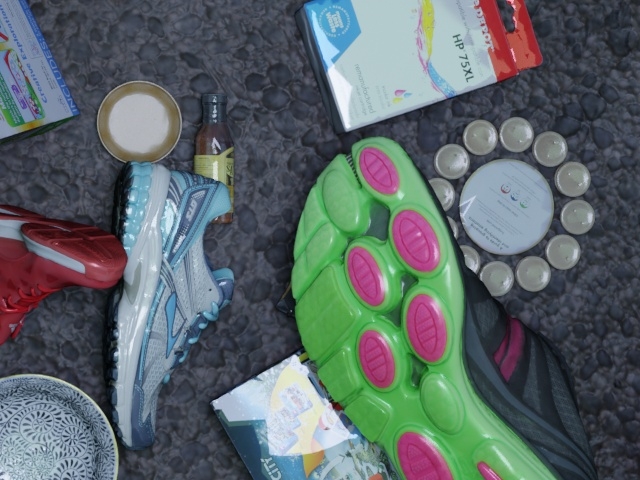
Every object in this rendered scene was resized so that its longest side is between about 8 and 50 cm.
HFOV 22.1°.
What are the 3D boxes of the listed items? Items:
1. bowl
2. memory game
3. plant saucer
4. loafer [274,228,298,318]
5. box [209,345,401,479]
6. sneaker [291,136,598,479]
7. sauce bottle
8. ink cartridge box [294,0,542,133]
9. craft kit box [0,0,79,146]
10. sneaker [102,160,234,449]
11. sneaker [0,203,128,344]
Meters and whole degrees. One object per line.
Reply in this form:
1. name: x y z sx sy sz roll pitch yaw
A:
1. bowl: -0.280 0.209 1.581 0.170 0.080 0.170 0 91 -7
2. memory game: 0.191 -0.034 1.673 0.186 0.012 0.186 0 91 -8
3. plant saucer: -0.179 -0.116 1.622 0.083 0.015 0.083 0 91 -8
4. loafer: 0.000 0.000 1.626 0.061 0.062 0.170 12 88 -3
5. box: 0.015 0.220 1.626 0.159 0.044 0.233 -30 88 -6
6. sneaker: 0.127 0.127 1.582 0.185 0.202 0.483 -23 95 25
7. sauce bottle: -0.105 -0.080 1.619 0.042 0.042 0.128 0 93 -7
8. ink cartridge box: 0.106 -0.203 1.626 0.231 0.078 0.134 -19 93 -7
9. craft kit box: -0.342 -0.198 1.488 0.061 0.246 0.250 -24 93 18
10. sneaker: -0.142 0.068 1.570 0.122 0.110 0.283 4 102 -12
11. sneaker: -0.263 0.045 1.540 0.087 0.221 0.128 -2 104 -42
